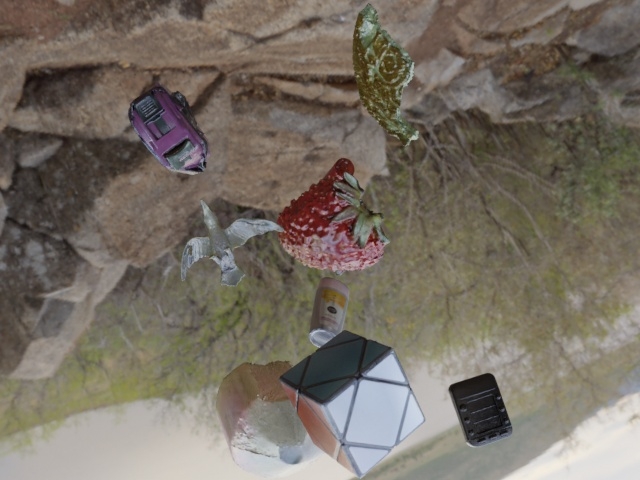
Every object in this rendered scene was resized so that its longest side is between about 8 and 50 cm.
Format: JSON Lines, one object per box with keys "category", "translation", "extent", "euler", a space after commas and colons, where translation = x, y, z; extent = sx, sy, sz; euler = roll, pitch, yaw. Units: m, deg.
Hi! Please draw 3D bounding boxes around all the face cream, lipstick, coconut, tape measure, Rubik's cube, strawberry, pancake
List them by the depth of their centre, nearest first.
{"category": "Rubik's cube", "translation": [0.070, 0.348, 1.438], "extent": [0.205, 0.207, 0.205], "euler": [-33, -161, -23]}
{"category": "strawberry", "translation": [0.000, 0.000, 1.527], "extent": [0.306, 0.233, 0.137], "euler": [-33, -173, 39]}
{"category": "pancake", "translation": [0.175, -0.430, 1.700], "extent": [0.054, 0.377, 0.197], "euler": [-25, -167, -38]}
{"category": "tape measure", "translation": [-0.383, -0.286, 1.714], "extent": [0.149, 0.245, 0.231], "euler": [-36, -179, 5]}
{"category": "coconut", "translation": [-0.119, 0.485, 1.774], "extent": [0.297, 0.309, 0.298], "euler": [-10, 114, -24]}
{"category": "face cream", "translation": [0.025, 0.214, 1.980], "extent": [0.073, 0.107, 0.269], "euler": [-57, -171, 30]}
{"category": "lipstick", "translation": [0.023, -0.158, 2.003], "extent": [0.073, 0.073, 0.280], "euler": [-17, 164, -28]}

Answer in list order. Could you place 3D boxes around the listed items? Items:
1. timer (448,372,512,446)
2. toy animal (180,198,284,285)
{"category": "timer", "translation": [0.460, 0.490, 1.893], "extent": [0.144, 0.188, 0.055], "euler": [-14, 168, -14]}
{"category": "toy animal", "translation": [-0.178, 0.000, 1.189], "extent": [0.219, 0.095, 0.155], "euler": [-21, 134, 0]}
